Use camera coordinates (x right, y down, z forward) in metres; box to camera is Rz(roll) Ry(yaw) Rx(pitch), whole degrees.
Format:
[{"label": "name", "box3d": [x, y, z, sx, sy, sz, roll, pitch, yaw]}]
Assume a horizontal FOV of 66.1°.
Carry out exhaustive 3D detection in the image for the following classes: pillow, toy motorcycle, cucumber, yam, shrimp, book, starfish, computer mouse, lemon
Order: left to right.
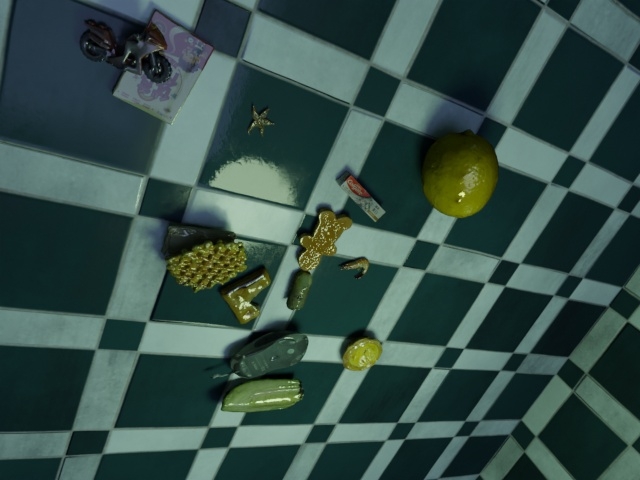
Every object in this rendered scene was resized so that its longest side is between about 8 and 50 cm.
[{"label": "toy motorcycle", "box3d": [-0.440, -0.446, 1.128, 0.212, 0.084, 0.118, 18, 117, -6]}, {"label": "book", "box3d": [-0.389, -0.423, 1.221, 0.162, 0.022, 0.232, 25, 107, -34]}, {"label": "pillow", "box3d": [-0.368, 0.008, 1.491, 0.208, 0.053, 0.119, 7, 126, -29]}, {"label": "starfish", "box3d": [-0.175, -0.338, 1.386, 0.092, 0.016, 0.086, -41, 127, 7]}, {"label": "computer mouse", "box3d": [-0.226, 0.421, 1.814, 0.379, 0.090, 0.167, -19, 127, -6]}, {"label": "cucumber", "box3d": [-0.239, 0.604, 1.919, 0.325, 0.105, 0.145, 1, 147, -26]}, {"label": "yam", "box3d": [-0.073, 0.175, 1.735, 0.069, 0.070, 0.146, 5, 119, -28]}, {"label": "shrimp", "box3d": [0.124, 0.108, 1.813, 0.127, 0.025, 0.091, -6, 124, -26]}, {"label": "lemon", "box3d": [0.456, -0.213, 1.621, 0.260, 0.260, 0.284, -9, 146, -21]}]

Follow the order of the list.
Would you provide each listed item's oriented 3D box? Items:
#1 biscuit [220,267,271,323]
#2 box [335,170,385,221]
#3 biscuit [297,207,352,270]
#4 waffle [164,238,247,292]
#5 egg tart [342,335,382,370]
[{"label": "biscuit", "box3d": [-0.237, 0.196, 1.691, 0.174, 0.039, 0.183, -26, 129, -11]}, {"label": "box", "box3d": [0.137, -0.145, 1.644, 0.055, 0.039, 0.218, -43, 129, 7]}, {"label": "biscuit", "box3d": [-0.001, -0.001, 1.676, 0.158, 0.035, 0.240, 25, 107, -33]}, {"label": "waffle", "box3d": [-0.338, 0.073, 1.489, 0.237, 0.059, 0.243, -13, 150, -3]}, {"label": "egg tart", "box3d": [0.166, 0.462, 2.034, 0.191, 0.074, 0.191, -13, 126, -18]}]
